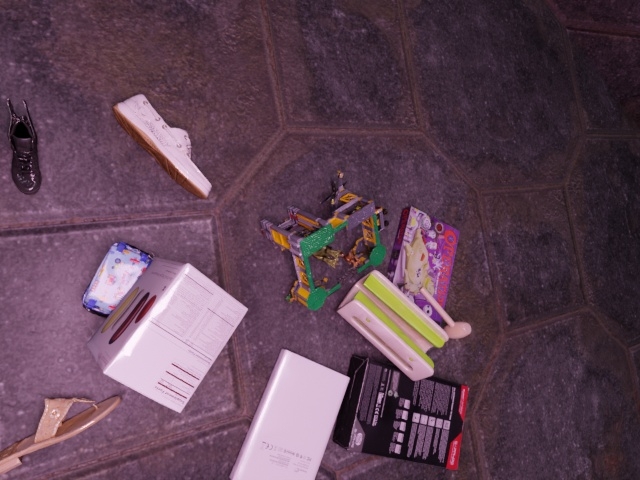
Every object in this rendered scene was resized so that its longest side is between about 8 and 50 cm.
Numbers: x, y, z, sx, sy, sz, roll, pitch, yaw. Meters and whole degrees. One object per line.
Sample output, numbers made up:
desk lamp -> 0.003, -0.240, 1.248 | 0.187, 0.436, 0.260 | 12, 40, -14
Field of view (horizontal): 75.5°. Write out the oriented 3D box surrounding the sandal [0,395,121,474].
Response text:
sandal -> -0.514, 0.340, 0.781 | 0.239, 0.088, 0.079 | -27, 101, -22

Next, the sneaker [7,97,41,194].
sneaker -> -0.589, -0.183, 0.817 | 0.051, 0.089, 0.171 | -3, 84, -27

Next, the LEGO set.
LEGO set -> 0.000, 0.000, 1.074 | 0.331, 0.192, 0.255 | -38, 130, -23

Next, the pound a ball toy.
pound a ball toy -> 0.221, 0.218, 1.110 | 0.319, 0.136, 0.208 | 42, 53, -2

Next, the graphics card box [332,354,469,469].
graphics card box -> 0.230, 0.473, 1.136 | 0.370, 0.094, 0.233 | 21, 74, -24

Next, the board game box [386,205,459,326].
board game box -> 0.303, 0.094, 1.256 | 0.208, 0.056, 0.347 | 24, 72, -26

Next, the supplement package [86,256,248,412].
supplement package -> -0.280, 0.157, 0.749 | 0.149, 0.194, 0.203 | 45, 66, -29

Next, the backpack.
backpack -> -0.383, 0.102, 0.867 | 0.173, 0.116, 0.158 | 31, 71, -23

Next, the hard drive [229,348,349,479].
hard drive -> -0.066, 0.452, 1.018 | 0.202, 0.040, 0.308 | 29, 70, -20

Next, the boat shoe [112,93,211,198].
boat shoe -> -0.338, -0.219, 0.945 | 0.277, 0.098, 0.096 | 48, 66, -12
